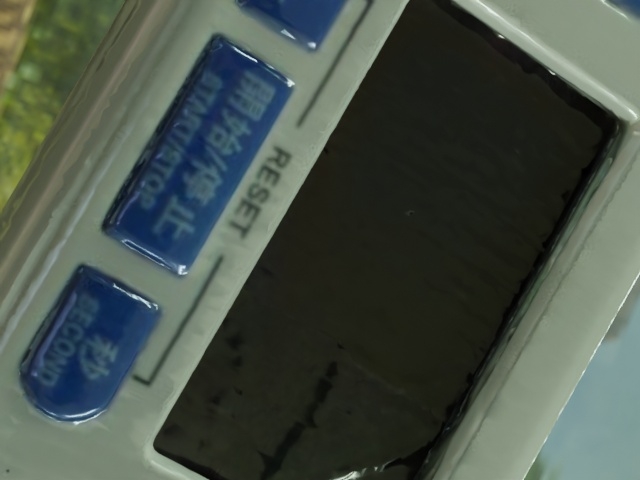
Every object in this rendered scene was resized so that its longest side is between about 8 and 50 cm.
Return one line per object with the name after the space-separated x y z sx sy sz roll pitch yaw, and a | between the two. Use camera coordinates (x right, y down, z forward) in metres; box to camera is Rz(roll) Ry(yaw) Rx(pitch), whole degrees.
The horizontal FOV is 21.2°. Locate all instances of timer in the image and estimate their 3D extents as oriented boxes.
0.000 0.000 0.518 0.253 0.178 0.078 -59 -157 -4 | timer
